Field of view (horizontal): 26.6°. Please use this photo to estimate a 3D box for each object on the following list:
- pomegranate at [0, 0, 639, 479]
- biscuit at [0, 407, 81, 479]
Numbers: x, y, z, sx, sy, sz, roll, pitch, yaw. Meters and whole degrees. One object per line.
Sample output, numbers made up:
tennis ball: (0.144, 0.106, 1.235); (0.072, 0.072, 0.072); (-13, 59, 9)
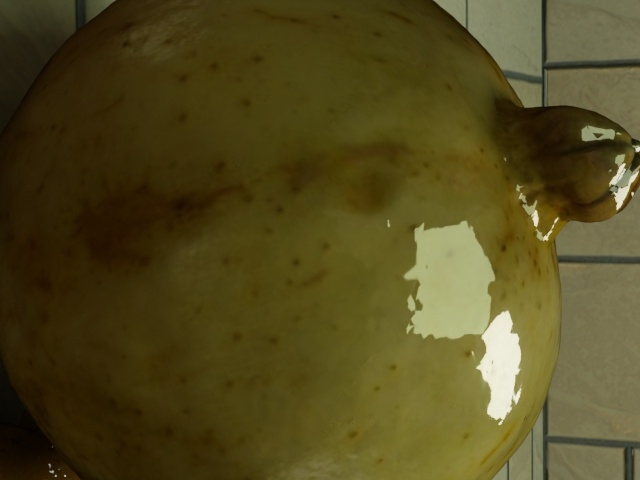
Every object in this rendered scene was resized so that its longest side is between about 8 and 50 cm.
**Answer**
pomegranate: (0.000, 0.000, 0.845); (0.410, 0.410, 0.410); (1, 90, -68)
biscuit: (-0.192, 0.165, 0.881); (0.205, 0.031, 0.138); (14, 77, -66)
